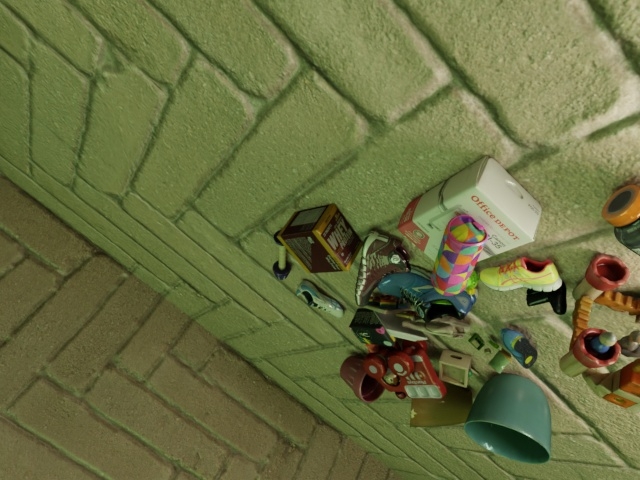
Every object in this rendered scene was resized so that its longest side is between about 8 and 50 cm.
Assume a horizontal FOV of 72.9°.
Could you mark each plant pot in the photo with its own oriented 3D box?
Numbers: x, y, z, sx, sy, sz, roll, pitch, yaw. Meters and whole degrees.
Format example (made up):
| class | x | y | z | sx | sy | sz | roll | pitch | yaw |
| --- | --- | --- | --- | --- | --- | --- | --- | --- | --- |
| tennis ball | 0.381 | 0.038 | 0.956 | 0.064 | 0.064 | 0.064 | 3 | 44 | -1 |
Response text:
| class | x | y | z | sx | sy | sz | roll | pitch | yaw |
| --- | --- | --- | --- | --- | --- | --- | --- | --- | --- |
| plant pot | 0.200 | 0.654 | 2.102 | 0.180 | 0.201 | 0.201 | 16 | 146 | 48 |
| plant pot | 0.526 | 0.709 | 1.895 | 0.255 | 0.237 | 0.237 | 4 | 139 | 15 |
| plant pot | 0.719 | 0.650 | 1.630 | 0.293 | 0.235 | 0.292 | 22 | 144 | 16 |

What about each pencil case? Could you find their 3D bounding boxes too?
| class | x | y | z | sx | sy | sz | roll | pitch | yaw |
| --- | --- | --- | --- | --- | --- | --- | --- | --- | --- |
| pencil case | 0.340 | 0.042 | 1.076 | 0.105 | 0.104 | 0.236 | 21 | 148 | 17 |

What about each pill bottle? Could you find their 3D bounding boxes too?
| class | x | y | z | sx | sy | sz | roll | pitch | yaw |
| --- | --- | --- | --- | --- | --- | --- | --- | --- | --- |
| pill bottle | 0.711 | -0.014 | 0.890 | 0.246 | 0.130 | 0.130 | 34 | 146 | -2 |

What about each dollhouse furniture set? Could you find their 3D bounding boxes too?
| class | x | y | z | sx | sy | sz | roll | pitch | yaw |
| --- | --- | --- | --- | --- | --- | --- | --- | --- | --- |
| dollhouse furniture set | 0.589 | 0.384 | 1.511 | 0.058 | 0.076 | 0.152 | 45 | 180 | -23 |

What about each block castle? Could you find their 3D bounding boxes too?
| class | x | y | z | sx | sy | sz | roll | pitch | yaw |
| --- | --- | --- | --- | --- | --- | --- | --- | --- | --- |
| block castle | 0.817 | 0.241 | 0.980 | 0.454 | 0.302 | 0.212 | 21 | 151 | 16 |

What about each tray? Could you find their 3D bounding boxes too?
| class | x | y | z | sx | sy | sz | roll | pitch | yaw |
| --- | --- | --- | --- | --- | --- | --- | --- | --- | --- |
| tray | 0.263 | 0.291 | 1.516 | 0.146 | 0.030 | 0.270 | 14 | -173 | -7 |

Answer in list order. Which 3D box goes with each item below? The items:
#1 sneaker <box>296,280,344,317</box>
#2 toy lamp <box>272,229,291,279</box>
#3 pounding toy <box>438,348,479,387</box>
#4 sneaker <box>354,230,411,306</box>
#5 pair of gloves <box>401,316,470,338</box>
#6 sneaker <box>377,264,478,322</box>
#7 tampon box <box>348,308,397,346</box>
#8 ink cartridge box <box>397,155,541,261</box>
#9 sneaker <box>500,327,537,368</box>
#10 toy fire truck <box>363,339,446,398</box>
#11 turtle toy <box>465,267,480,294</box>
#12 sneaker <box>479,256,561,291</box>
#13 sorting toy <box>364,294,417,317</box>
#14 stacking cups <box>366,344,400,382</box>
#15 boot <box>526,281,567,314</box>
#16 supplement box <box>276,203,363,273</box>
| class | x | y | z | sx | sy | sz | roll | pitch | yaw |
| --- | --- | --- | --- | --- | --- | --- | --- | --- | --- |
| sneaker | -0.003 | 0.265 | 1.848 | 0.237 | 0.086 | 0.085 | 37 | 144 | -9 |
| toy lamp | -0.154 | 0.067 | 1.724 | 0.080 | 0.080 | 0.274 | 23 | 144 | 13 |
| pounding toy | 0.554 | 0.508 | 1.725 | 0.141 | 0.100 | 0.129 | 10 | 126 | 27 |
| sneaker | 0.208 | 0.113 | 1.419 | 0.163 | 0.106 | 0.281 | 12 | 119 | 13 |
| pair of gloves | 0.399 | 0.282 | 1.480 | 0.205 | 0.042 | 0.240 | 10 | -176 | 27 |
| sneaker | 0.330 | 0.179 | 1.419 | 0.330 | 0.147 | 0.129 | 8 | 139 | 34 |
| tampon box | 0.223 | 0.352 | 1.763 | 0.161 | 0.101 | 0.120 | -7 | 131 | 43 |
| ink cartridge box | 0.373 | -0.055 | 1.114 | 0.207 | 0.117 | 0.283 | 40 | 146 | -11 |
| sneaker | 0.670 | 0.361 | 1.470 | 0.209 | 0.069 | 0.082 | 47 | 177 | -35 |
| toy fire truck | 0.333 | 0.540 | 1.771 | 0.302 | 0.169 | 0.253 | -21 | 98 | 41 |
| turtle toy | 0.424 | 0.109 | 1.326 | 0.130 | 0.066 | 0.095 | 3 | 110 | 35 |
| sneaker | 0.546 | 0.083 | 1.201 | 0.209 | 0.081 | 0.094 | -4 | 125 | 33 |
| sorting toy | 0.240 | 0.225 | 1.547 | 0.133 | 0.046 | 0.275 | 3 | -178 | -34 |
| stacking cups | 0.291 | 0.553 | 1.971 | 0.096 | 0.096 | 0.316 | 0 | 134 | 39 |
| boot | 0.622 | 0.164 | 1.199 | 0.099 | 0.121 | 0.045 | -22 | 117 | 43 |
| supplement box | 0.000 | 0.000 | 1.469 | 0.194 | 0.129 | 0.191 | -8 | 129 | 44 |
